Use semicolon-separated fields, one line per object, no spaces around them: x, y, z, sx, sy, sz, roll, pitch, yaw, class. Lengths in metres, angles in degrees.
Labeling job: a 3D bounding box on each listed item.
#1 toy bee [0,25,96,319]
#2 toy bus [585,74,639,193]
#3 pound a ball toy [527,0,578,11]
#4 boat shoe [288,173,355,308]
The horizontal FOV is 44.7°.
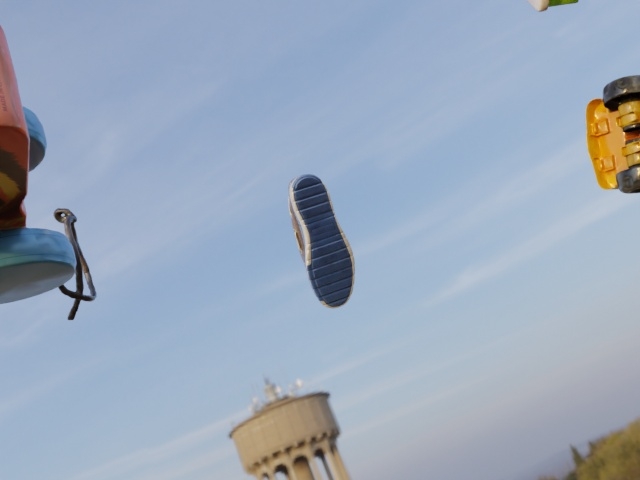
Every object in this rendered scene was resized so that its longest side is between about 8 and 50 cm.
-0.214;0.006;0.412;0.162;0.195;0.298;-15;-36;-15;toy bee
0.490;-0.145;1.002;0.211;0.150;0.220;-1;-10;-38;toy bus
0.239;-0.413;0.811;0.208;0.136;0.319;-8;-54;2;pound a ball toy
0.000;0.000;1.050;0.066;0.183;0.066;-13;5;-13;boat shoe
